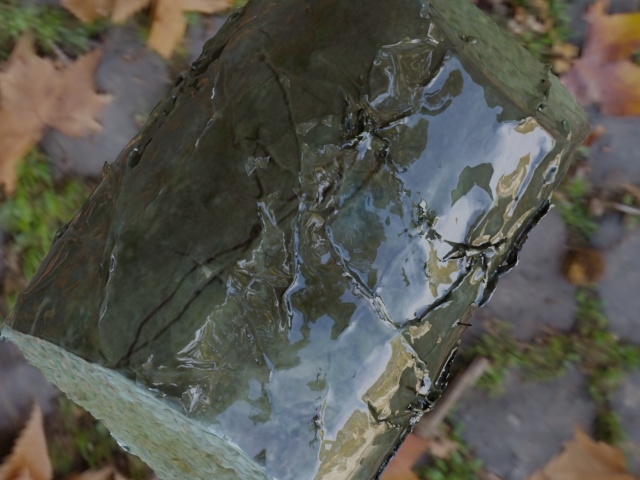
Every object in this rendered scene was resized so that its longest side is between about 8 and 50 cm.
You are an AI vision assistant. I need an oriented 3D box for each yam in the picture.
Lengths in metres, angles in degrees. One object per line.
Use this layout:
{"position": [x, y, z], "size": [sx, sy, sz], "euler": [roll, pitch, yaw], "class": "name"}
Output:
{"position": [0.001, -0.001, 0.943], "size": [0.202, 0.201, 0.271], "euler": [41, 74, -32], "class": "yam"}
